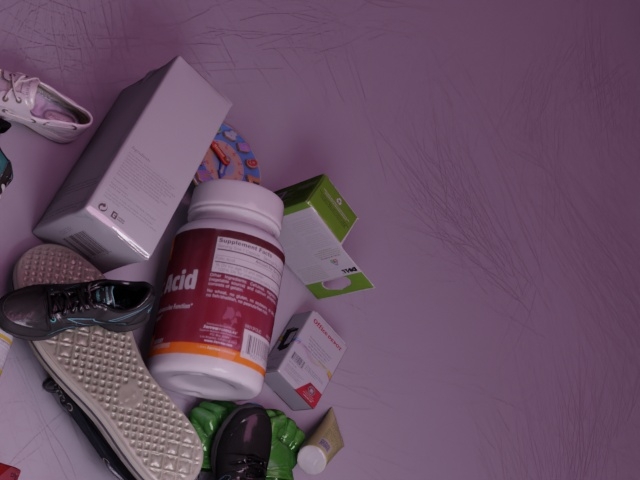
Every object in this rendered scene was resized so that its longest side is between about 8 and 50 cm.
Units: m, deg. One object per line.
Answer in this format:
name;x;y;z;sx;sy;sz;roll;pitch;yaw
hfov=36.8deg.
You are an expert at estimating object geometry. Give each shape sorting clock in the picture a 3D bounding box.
shape sorting clock;-0.205;-0.164;2.034;0.206;0.040;0.206;21;55;-34

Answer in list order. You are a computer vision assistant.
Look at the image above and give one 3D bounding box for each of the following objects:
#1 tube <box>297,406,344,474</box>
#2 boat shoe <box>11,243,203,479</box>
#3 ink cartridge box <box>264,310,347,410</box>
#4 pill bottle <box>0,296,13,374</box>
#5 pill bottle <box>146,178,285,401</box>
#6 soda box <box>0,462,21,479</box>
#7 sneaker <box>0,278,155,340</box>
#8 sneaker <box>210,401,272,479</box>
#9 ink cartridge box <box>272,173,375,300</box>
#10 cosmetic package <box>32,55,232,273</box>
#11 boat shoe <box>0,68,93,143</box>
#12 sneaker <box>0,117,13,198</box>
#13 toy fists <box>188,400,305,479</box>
tube;0.010;0.428;2.031;0.070;0.062;0.240;-67;169;12
boat shoe;-0.391;0.235;1.697;0.187;0.156;0.500;-32;85;-38
ink cartridge box;-0.035;0.258;2.070;0.127;0.072;0.175;49;51;-21
pill bottle;-0.566;0.183;1.575;0.103;0.103;0.184;30;59;-34
pill bottle;-0.192;0.094;1.864;0.224;0.224;0.392;27;61;-35
soda box;-0.564;0.474;1.504;0.083;0.092;0.263;29;60;-33
sneaker;-0.403;0.100;1.599;0.267;0.106;0.101;-3;67;-31
sneaker;-0.137;0.469;1.770;0.125;0.140;0.340;24;70;-35
ink cartridge box;0.000;0.000;2.096;0.255;0.189;0.097;51;48;-22
cosmetic package;-0.345;-0.139;1.797;0.156;0.217;0.385;43;55;-26
boat shoe;-0.537;-0.262;1.730;0.277;0.096;0.098;19;67;-38
sneaker;-0.580;-0.087;1.634;0.121;0.108;0.302;10;70;-37
toy fists;-0.146;0.395;1.914;0.279;0.096;0.142;18;66;-37
